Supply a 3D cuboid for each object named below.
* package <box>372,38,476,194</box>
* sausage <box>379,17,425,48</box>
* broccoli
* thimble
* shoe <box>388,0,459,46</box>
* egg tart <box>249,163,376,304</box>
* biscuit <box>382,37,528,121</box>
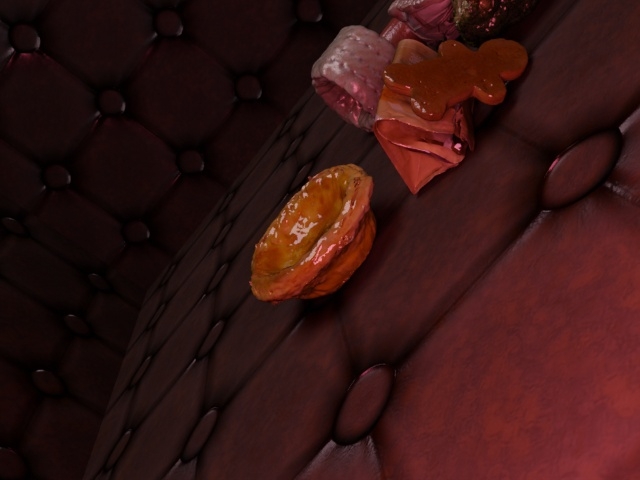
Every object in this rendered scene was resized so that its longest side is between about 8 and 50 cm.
[{"bbox_3d":[0.248,-0.287,1.525,0.164,0.221,0.311,-16,36,31],"label":"package"},{"bbox_3d":[0.263,-0.642,2.265,0.254,0.148,0.148,-49,16,1],"label":"sausage"},{"bbox_3d":[0.380,-0.618,1.640,0.304,0.283,0.321,-60,-4,14],"label":"broccoli"},{"bbox_3d":[0.127,-0.455,2.026,0.195,0.291,0.291,-54,16,-6],"label":"thimble"},{"bbox_3d":[0.330,-0.655,1.983,0.172,0.198,0.351,-53,14,8],"label":"shoe"},{"bbox_3d":[0.000,0.000,1.610,0.388,0.169,0.388,-43,21,21],"label":"egg tart"},{"bbox_3d":[0.290,-0.333,1.442,0.301,0.197,0.049,-25,-30,-16],"label":"biscuit"}]
